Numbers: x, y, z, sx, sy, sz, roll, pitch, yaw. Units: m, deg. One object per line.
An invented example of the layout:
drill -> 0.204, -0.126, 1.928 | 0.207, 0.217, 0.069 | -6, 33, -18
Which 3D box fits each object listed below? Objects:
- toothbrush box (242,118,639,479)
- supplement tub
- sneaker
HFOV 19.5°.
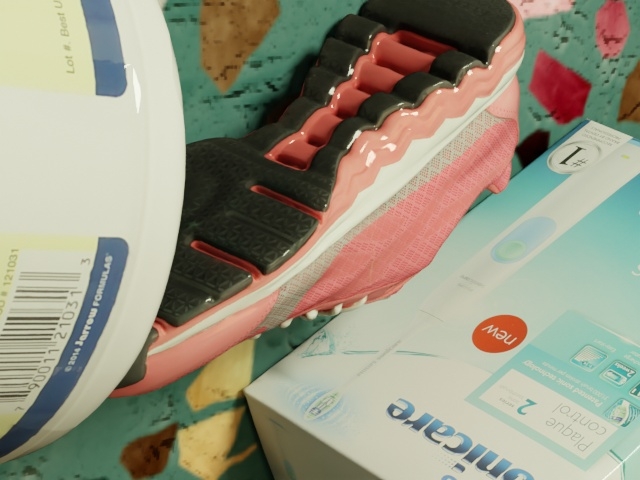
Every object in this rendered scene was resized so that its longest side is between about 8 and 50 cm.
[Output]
toothbrush box -> 0.141, 0.084, 1.058 | 0.295, 0.216, 0.126 | -37, 132, -23
supplement tub -> -0.233, -0.033, 0.615 | 0.325, 0.235, 0.235 | 2, 109, -45
sneaker -> 0.001, 0.000, 0.952 | 0.314, 0.116, 0.136 | -38, 134, -24
